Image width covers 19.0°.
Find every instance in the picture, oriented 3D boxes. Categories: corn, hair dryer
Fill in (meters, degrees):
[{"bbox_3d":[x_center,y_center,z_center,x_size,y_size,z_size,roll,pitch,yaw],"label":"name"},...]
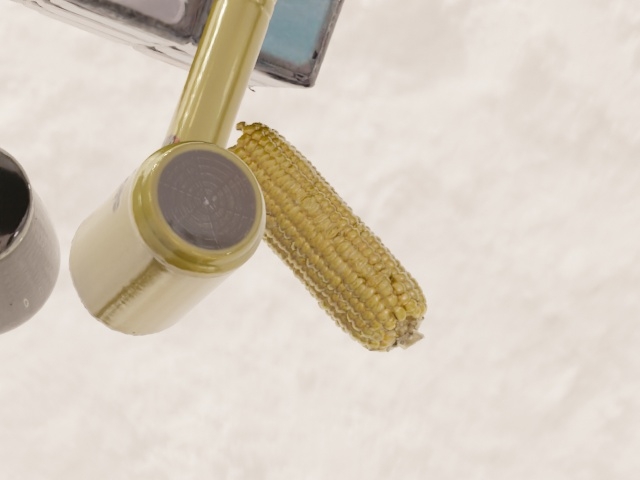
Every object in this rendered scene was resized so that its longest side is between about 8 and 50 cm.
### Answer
[{"bbox_3d":[0.000,0.000,1.594,0.080,0.080,0.238,-43,88,-12],"label":"corn"},{"bbox_3d":[-0.071,-0.083,1.232,0.090,0.135,0.279,25,61,-15],"label":"hair dryer"}]

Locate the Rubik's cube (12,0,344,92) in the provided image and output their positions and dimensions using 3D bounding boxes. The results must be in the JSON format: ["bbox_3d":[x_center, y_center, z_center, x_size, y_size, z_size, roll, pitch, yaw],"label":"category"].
[{"bbox_3d":[-0.134,-0.345,1.655,0.363,0.362,0.359,17,89,-14],"label":"Rubik's cube"}]

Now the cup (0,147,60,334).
[{"bbox_3d":[-0.361,-0.023,1.918,0.169,0.176,0.223,-22,65,-9],"label":"cup"}]
